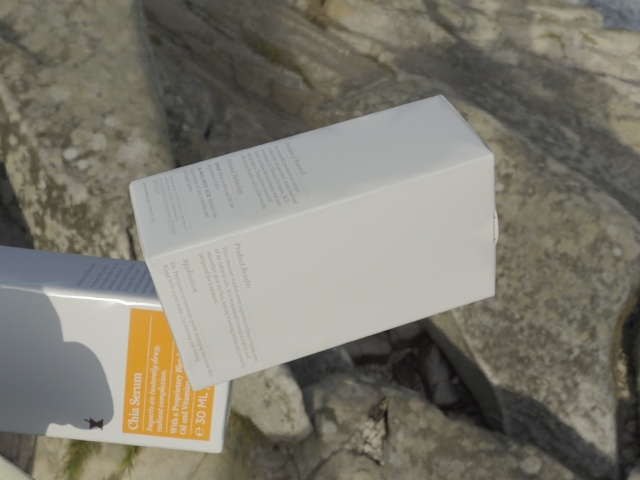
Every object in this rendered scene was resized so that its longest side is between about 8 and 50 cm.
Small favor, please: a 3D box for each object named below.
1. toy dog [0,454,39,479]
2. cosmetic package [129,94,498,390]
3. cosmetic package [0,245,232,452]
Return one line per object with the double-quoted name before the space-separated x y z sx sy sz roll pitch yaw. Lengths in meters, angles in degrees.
"toy dog" -0.525 0.339 0.787 0.285 0.395 0.407 27 67 9
"cosmetic package" 0.000 0.000 0.926 0.385 0.217 0.156 -16 40 -10
"cosmetic package" -0.348 0.149 1.158 0.454 0.230 0.161 6 16 -3
